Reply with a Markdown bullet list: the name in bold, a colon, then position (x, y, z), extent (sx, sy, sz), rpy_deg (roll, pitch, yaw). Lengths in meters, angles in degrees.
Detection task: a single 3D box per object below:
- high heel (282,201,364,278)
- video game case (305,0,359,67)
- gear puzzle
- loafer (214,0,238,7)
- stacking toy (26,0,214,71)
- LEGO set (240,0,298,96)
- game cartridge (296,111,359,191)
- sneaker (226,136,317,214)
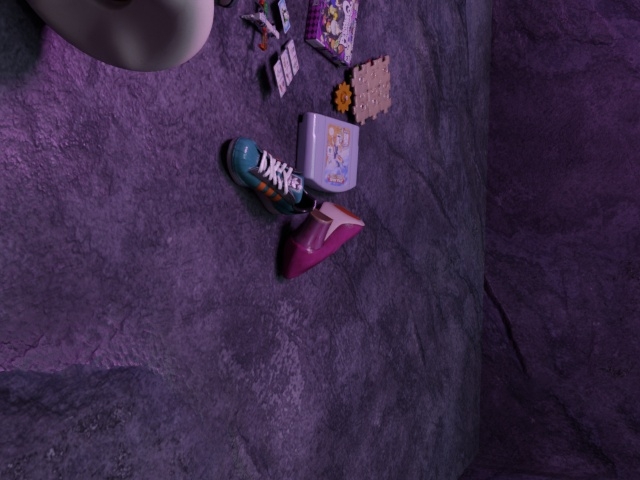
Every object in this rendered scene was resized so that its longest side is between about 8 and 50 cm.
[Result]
- **high heel**: position (0.000, 0.000, 2.179), extent (0.181, 0.127, 0.377), rpy_deg (-60, 161, 14)
- **video game case**: position (0.036, -0.607, 2.174), extent (0.210, 0.041, 0.232), rpy_deg (20, 76, -61)
- **gear puzzle**: position (0.117, -0.431, 2.373), extent (0.339, 0.044, 0.176), rpy_deg (-35, 126, -54)
- **loafer**: position (-0.169, -0.574, 1.603), extent (0.084, 0.096, 0.267), rpy_deg (-16, 148, -43)
- **stacking toy**: position (-0.237, -0.532, 1.283), extent (0.480, 0.350, 0.351), rpy_deg (-62, 145, -35)
- **LEGO set**: position (-0.116, -0.483, 1.916), extent (0.182, 0.060, 0.244), rpy_deg (-70, 153, -52)
- **game cartridge**: position (0.026, -0.230, 2.205), extent (0.297, 0.062, 0.198), rpy_deg (-1, 91, -63)
- **sneaker**: position (-0.104, -0.148, 1.880), extent (0.302, 0.121, 0.108), rpy_deg (44, 55, -57)
